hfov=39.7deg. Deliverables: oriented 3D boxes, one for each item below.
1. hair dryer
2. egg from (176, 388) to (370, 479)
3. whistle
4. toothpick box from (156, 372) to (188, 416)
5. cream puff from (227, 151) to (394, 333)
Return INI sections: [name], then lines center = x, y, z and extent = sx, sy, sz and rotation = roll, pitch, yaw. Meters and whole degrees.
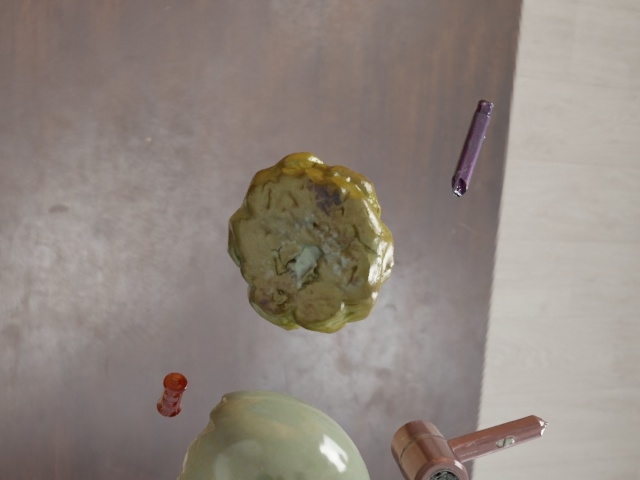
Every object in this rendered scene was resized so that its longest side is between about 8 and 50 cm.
[hair dryer]
center = 0.346, 0.458, 1.951
extent = 0.352, 0.210, 0.125
rotation = -17, 104, -6
[egg]
center = -0.074, 0.423, 1.588
extent = 0.336, 0.278, 0.278
rotation = 29, 85, 0
[whistle]
center = 0.264, -0.161, 1.549
extent = 0.033, 0.033, 0.177
rotation = 19, 89, -25
[toothpick box]
center = -0.269, 0.279, 1.604
extent = 0.047, 0.047, 0.083
rotation = -3, 138, -24
[cream puff]
center = 0.000, -0.002, 1.633
extent = 0.291, 0.257, 0.325
rotation = -22, 93, 20
